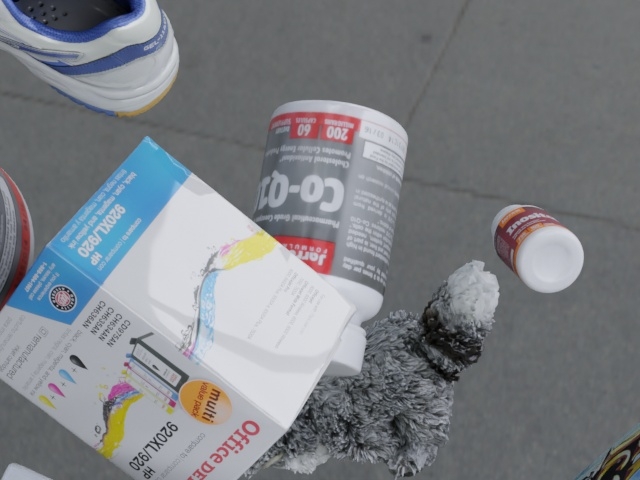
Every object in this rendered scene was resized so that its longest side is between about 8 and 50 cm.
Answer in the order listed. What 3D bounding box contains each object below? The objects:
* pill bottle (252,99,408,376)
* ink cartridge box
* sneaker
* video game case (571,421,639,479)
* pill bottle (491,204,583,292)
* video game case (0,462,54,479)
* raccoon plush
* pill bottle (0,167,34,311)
[{"bbox_3d":[0.000,0.000,1.516,0.161,0.161,0.283,7,76,9],"label":"pill bottle"},{"bbox_3d":[-0.125,0.075,1.117,0.233,0.171,0.168,38,40,-5],"label":"ink cartridge box"},{"bbox_3d":[-0.242,-0.198,0.998,0.297,0.131,0.111,19,69,4],"label":"sneaker"},{"bbox_3d":[0.056,0.175,0.434,0.061,0.244,0.269,43,32,2],"label":"video game case"},{"bbox_3d":[0.268,0.005,1.710,0.086,0.086,0.152,-10,18,-8],"label":"pill bottle"},{"bbox_3d":[-0.200,0.297,1.020,0.227,0.026,0.206,16,73,32],"label":"video game case"},{"bbox_3d":[0.033,0.169,1.936,0.299,0.446,0.216,1,38,-20],"label":"raccoon plush"},{"bbox_3d":[-0.386,-0.030,1.050,0.210,0.363,0.210,-3,74,11],"label":"pill bottle"}]
